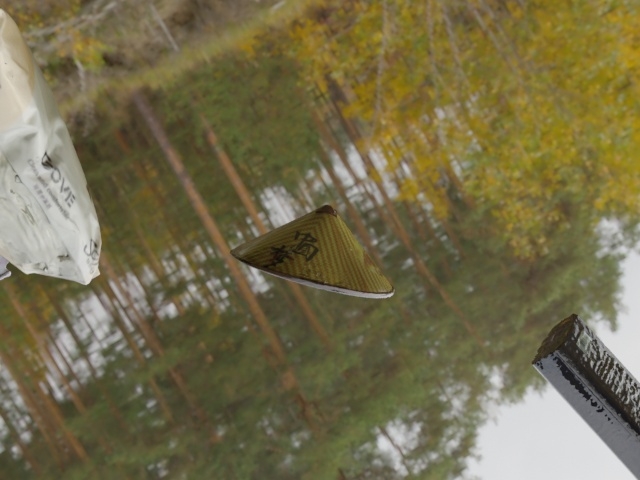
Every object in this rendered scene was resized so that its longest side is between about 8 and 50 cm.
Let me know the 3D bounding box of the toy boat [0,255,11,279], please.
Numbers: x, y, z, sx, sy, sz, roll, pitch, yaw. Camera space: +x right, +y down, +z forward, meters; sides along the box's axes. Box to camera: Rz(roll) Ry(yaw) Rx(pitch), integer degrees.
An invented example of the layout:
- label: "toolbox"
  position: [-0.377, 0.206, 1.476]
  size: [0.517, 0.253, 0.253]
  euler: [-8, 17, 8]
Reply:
- label: "toy boat"
  position: [-0.609, 0.091, 1.397]
  size: [0.318, 0.219, 0.072]
  euler: [-48, -146, 8]

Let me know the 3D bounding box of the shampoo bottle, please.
- label: "shampoo bottle"
  position: [0.423, 0.245, 1.336]
  size: [0.071, 0.309, 0.098]
  euler: [-43, -179, 37]

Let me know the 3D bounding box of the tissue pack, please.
- label: "tissue pack"
  position: [-0.412, -0.154, 1.134]
  size: [0.195, 0.376, 0.390]
  euler: [-34, -135, -11]

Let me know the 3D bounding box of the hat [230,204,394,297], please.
- label: "hat"
  position: [0.000, 0.000, 1.103]
  size: [0.193, 0.082, 0.193]
  euler: [15, -173, -2]
